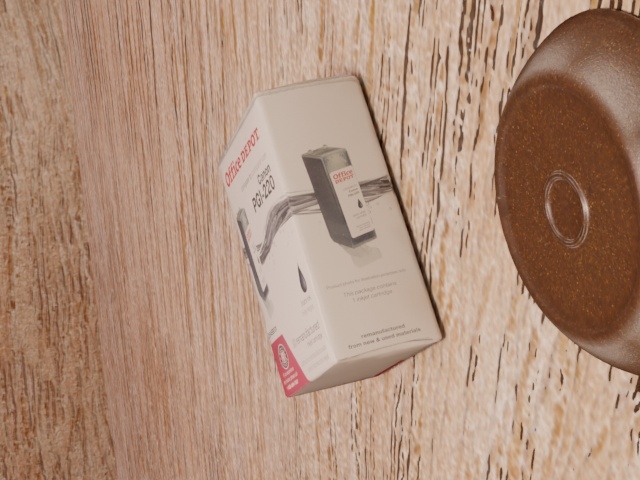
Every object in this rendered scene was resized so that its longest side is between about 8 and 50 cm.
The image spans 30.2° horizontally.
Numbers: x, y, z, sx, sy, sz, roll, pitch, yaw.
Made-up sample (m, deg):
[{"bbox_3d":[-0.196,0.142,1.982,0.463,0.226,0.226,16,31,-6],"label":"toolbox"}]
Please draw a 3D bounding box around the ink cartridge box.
[{"bbox_3d":[0.000,0.000,0.942,0.158,0.092,0.217,132,124,-67],"label":"ink cartridge box"}]

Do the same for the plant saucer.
[{"bbox_3d":[0.142,-0.019,0.622,0.198,0.036,0.198,166,90,-71],"label":"plant saucer"}]
